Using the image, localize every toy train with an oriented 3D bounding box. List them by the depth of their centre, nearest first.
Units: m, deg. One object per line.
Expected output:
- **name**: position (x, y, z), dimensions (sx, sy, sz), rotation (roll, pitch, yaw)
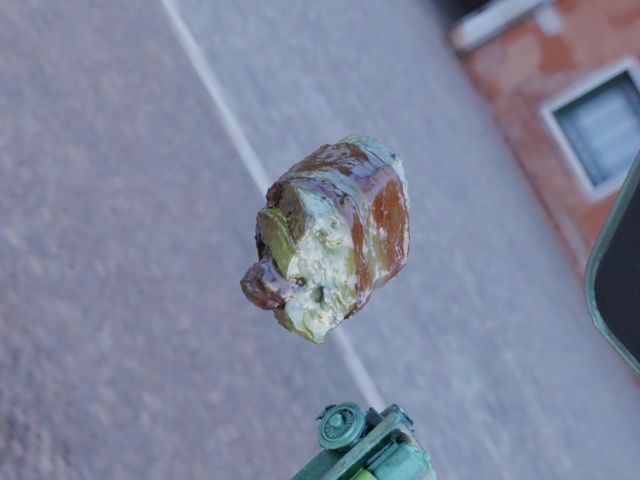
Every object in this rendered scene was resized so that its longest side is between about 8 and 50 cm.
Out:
- **toy train**: position (0.011, 0.221, 1.548), dimensions (0.083, 0.200, 0.132), rotation (50, -6, -38)

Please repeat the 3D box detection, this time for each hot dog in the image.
- **hot dog**: position (0.000, 0.000, 1.510), dimensions (0.213, 0.103, 0.146), rotation (-30, 124, -58)

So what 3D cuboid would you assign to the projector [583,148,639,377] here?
- **projector**: position (0.425, 0.022, 1.712), dimensions (0.249, 0.249, 0.248), rotation (-10, 45, -35)
